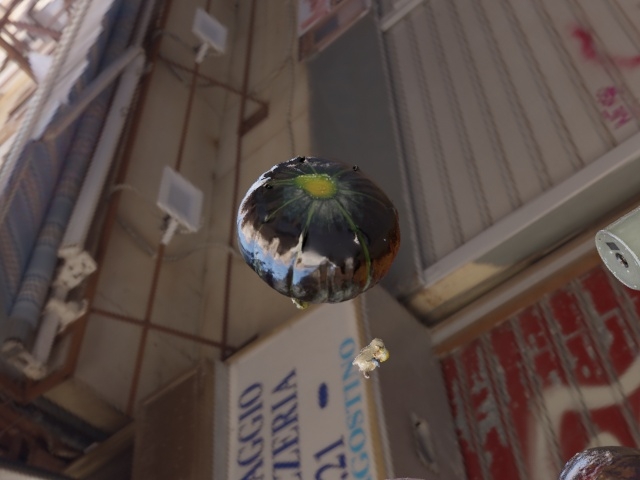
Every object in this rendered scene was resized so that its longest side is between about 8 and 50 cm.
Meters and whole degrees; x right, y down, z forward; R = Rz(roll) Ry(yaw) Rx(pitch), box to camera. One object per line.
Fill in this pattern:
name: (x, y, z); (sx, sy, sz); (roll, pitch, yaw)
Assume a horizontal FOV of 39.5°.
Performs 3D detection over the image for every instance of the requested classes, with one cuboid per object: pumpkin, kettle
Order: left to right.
pumpkin: (0.000, 0.000, 1.634); (0.296, 0.296, 0.296); (42, -154, -26)
kettle: (0.472, -0.002, 1.213); (0.127, 0.148, 0.098); (53, 171, 24)

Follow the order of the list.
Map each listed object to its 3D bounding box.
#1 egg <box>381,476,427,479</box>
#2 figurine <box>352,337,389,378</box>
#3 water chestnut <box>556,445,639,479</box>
egg: (0.208, 0.636, 1.767); (0.354, 0.340, 0.354); (26, -131, -34)
figurine: (0.112, 0.246, 1.853); (0.050, 0.083, 0.047); (34, 172, 45)
water chestnut: (0.457, 0.460, 1.365); (0.289, 0.244, 0.289); (-17, -90, -72)
